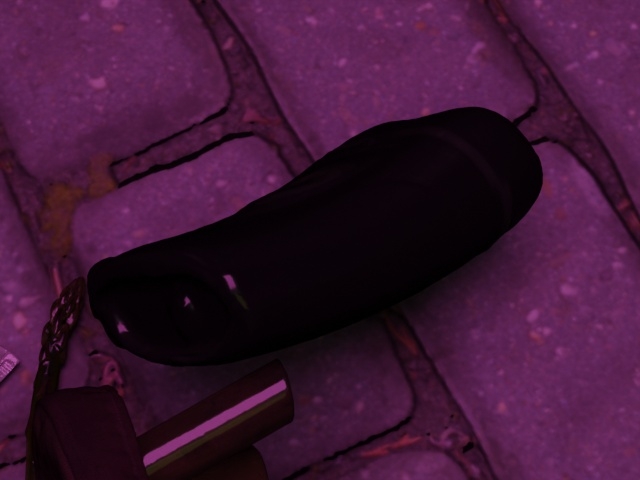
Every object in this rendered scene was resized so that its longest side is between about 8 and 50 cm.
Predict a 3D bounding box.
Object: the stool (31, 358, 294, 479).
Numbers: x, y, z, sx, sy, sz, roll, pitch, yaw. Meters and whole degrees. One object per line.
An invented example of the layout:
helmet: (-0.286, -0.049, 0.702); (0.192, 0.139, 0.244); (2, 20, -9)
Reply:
stool: (-0.095, 0.224, 1.274); (0.179, 0.272, 0.272); (-12, 63, -17)

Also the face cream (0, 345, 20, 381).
face cream: (-0.369, 0.060, 1.472); (0.244, 0.058, 0.092); (37, 69, 12)

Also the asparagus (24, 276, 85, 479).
asparagus: (-0.218, 0.135, 1.439); (0.034, 0.027, 0.236); (4, 64, -1)

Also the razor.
razor: (0.001, 0.001, 1.362); (0.349, 0.204, 0.113); (-28, 106, -37)
